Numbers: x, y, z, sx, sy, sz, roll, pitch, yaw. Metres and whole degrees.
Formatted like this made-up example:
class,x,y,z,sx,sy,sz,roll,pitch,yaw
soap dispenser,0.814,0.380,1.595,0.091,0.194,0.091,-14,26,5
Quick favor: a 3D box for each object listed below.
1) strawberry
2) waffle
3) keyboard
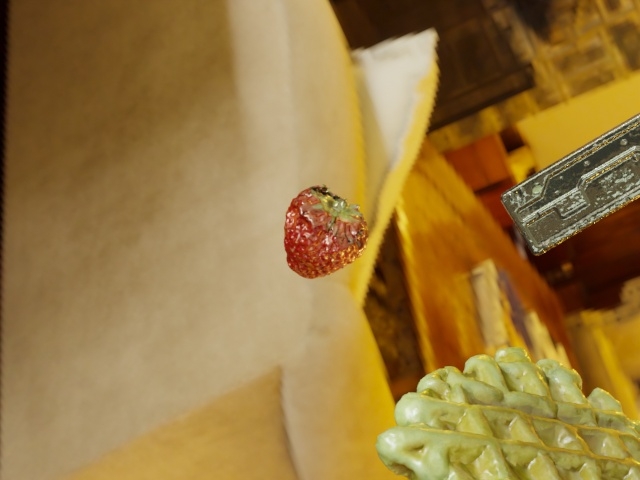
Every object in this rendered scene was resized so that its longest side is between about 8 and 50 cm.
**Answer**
class,x,y,z,sx,sy,sz,roll,pitch,yaw
strawberry,0.000,0.000,1.121,0.073,0.083,0.073,21,31,-13
waffle,0.142,0.140,0.766,0.208,0.054,0.214,35,27,15
keyboard,0.204,-0.048,0.946,0.053,0.155,0.010,60,13,1
